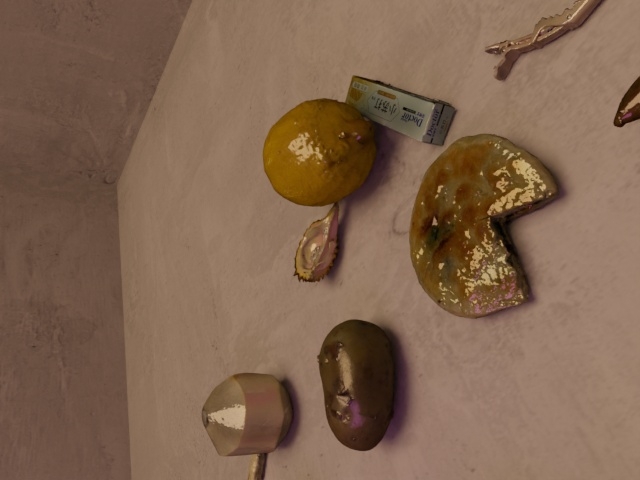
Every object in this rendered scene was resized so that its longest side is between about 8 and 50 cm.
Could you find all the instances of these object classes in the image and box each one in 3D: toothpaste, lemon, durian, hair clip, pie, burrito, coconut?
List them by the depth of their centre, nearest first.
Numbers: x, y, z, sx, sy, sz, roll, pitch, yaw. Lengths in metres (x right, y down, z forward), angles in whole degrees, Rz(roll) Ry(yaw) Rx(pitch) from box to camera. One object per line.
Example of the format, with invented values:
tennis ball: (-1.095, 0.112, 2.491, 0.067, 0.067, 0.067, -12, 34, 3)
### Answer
hair clip: (0.379, -0.347, 0.874, 0.226, 0.034, 0.072, -19, 70, 51)
pie: (0.265, -0.029, 0.932, 0.337, 0.075, 0.337, -18, 68, 54)
toothpaste: (0.165, -0.294, 1.149, 0.313, 0.071, 0.089, 42, 121, 51)
lemon: (-0.001, -0.202, 1.211, 0.320, 0.245, 0.245, -20, 66, 49)
durian: (0.011, 0.006, 1.304, 0.224, 0.078, 0.140, -62, 25, 9)
coconut: (-0.200, 0.458, 1.373, 0.241, 0.241, 0.241, -18, 68, 53)
burrito: (-0.184, 0.666, 1.465, 0.045, 0.041, 0.185, 10, 88, 39)

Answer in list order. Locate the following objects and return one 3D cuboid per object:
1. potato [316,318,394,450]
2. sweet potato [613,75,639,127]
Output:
potato: (0.079, 0.291, 1.064, 0.165, 0.165, 0.262, -31, 60, 49)
sweet potato: (0.497, -0.275, 0.616, 0.079, 0.108, 0.346, 51, 127, 38)
